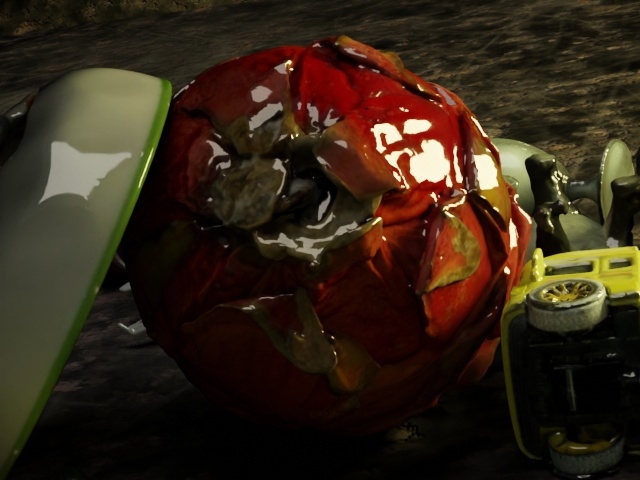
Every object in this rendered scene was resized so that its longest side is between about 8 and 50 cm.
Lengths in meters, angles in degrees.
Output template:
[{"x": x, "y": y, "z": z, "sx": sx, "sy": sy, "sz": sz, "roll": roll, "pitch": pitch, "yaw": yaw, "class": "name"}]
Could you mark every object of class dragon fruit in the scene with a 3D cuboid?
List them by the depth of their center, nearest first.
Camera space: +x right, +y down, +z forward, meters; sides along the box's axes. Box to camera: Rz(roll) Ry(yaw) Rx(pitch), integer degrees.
[{"x": 0.000, "y": 0.000, "z": 1.207, "sx": 0.277, "sy": 0.277, "sz": 0.342, "roll": -2, "pitch": -18, "yaw": 23, "class": "dragon fruit"}]

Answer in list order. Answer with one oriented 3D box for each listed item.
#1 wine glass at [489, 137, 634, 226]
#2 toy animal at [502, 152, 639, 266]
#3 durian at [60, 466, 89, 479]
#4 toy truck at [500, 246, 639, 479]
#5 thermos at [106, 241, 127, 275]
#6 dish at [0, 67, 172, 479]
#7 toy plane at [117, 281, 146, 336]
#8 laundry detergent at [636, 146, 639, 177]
[{"x": 0.166, "y": -0.045, "z": 1.560, "sx": 0.202, "sy": 0.093, "sz": 0.093, "roll": 1, "pitch": 20, "yaw": 30, "class": "wine glass"}, {"x": 0.184, "y": 0.011, "z": 1.312, "sx": 0.094, "sy": 0.121, "sz": 0.225, "roll": -15, "pitch": 14, "yaw": -16, "class": "toy animal"}, {"x": -0.211, "y": 0.211, "z": 0.901, "sx": 0.132, "sy": 0.106, "sz": 0.375, "roll": 23, "pitch": 20, "yaw": 15, "class": "durian"}, {"x": 0.257, "y": 0.057, "z": 1.137, "sx": 0.272, "sy": 0.124, "sz": 0.157, "roll": -6, "pitch": 18, "yaw": 11, "class": "toy truck"}, {"x": -0.140, "y": -0.011, "z": 1.620, "sx": 0.232, "sy": 0.098, "sz": 0.124, "roll": 0, "pitch": -13, "yaw": 25, "class": "thermos"}, {"x": -0.221, "y": 0.016, "z": 1.172, "sx": 0.124, "sy": 0.324, "sz": 0.324, "roll": 25, "pitch": 13, "yaw": -12, "class": "dish"}, {"x": -0.088, "y": 0.031, "z": 1.478, "sx": 0.171, "sy": 0.065, "sz": 0.162, "roll": 18, "pitch": 56, "yaw": 38, "class": "toy plane"}, {"x": 0.443, "y": -0.031, "z": 1.323, "sx": 0.398, "sy": 0.124, "sz": 0.264, "roll": -6, "pitch": 17, "yaw": 8, "class": "laundry detergent"}]
